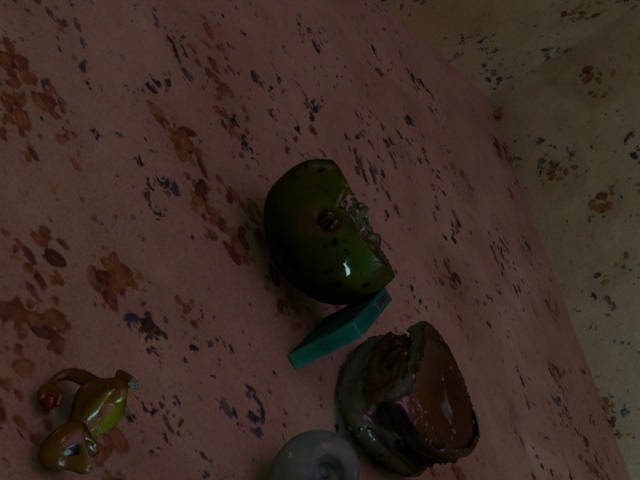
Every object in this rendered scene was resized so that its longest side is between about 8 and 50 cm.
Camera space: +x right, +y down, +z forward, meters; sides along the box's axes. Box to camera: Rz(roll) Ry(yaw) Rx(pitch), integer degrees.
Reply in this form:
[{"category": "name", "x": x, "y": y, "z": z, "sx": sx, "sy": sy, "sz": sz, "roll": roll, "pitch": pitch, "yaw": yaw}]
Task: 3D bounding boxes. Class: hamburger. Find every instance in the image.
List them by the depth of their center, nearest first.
[{"category": "hamburger", "x": 0.192, "y": 0.342, "z": 2.259, "sx": 0.277, "sy": 0.195, "sz": 0.318, "roll": 56, "pitch": 27, "yaw": -16}]

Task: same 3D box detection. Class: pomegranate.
[{"category": "pomegranate", "x": 0.000, "y": 0.000, "z": 2.277, "sx": 0.310, "sy": 0.216, "sz": 0.358, "roll": 60, "pitch": -6, "yaw": 8}]

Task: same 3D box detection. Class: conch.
[{"category": "conch", "x": -0.020, "y": 0.421, "z": 1.855, "sx": 0.221, "sy": 0.120, "sz": 0.185, "roll": -7, "pitch": 84, "yaw": -57}]

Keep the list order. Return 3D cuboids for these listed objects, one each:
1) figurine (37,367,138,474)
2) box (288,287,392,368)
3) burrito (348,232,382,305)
[{"category": "figurine", "x": -0.340, "y": 0.243, "z": 1.501, "sx": 0.122, "sy": 0.121, "sz": 0.176, "roll": 29, "pitch": 39, "yaw": -1}, {"category": "box", "x": 0.044, "y": 0.174, "z": 2.195, "sx": 0.042, "sy": 0.160, "sz": 0.226, "roll": 58, "pitch": 25, "yaw": -3}, {"category": "burrito", "x": 0.098, "y": 0.078, "z": 2.506, "sx": 0.060, "sy": 0.087, "sz": 0.226, "roll": 37, "pitch": 36, "yaw": -24}]
